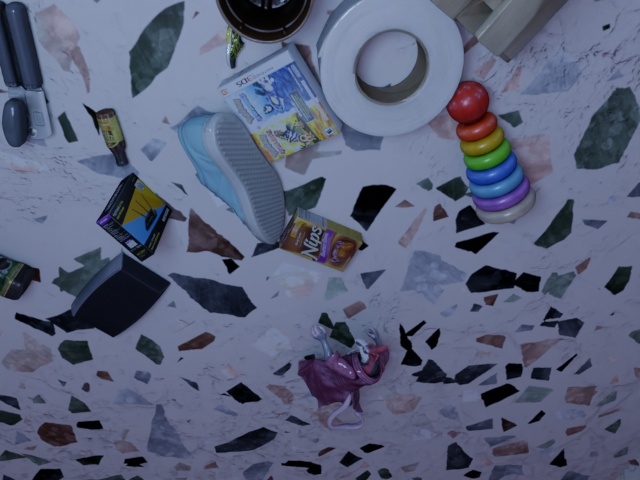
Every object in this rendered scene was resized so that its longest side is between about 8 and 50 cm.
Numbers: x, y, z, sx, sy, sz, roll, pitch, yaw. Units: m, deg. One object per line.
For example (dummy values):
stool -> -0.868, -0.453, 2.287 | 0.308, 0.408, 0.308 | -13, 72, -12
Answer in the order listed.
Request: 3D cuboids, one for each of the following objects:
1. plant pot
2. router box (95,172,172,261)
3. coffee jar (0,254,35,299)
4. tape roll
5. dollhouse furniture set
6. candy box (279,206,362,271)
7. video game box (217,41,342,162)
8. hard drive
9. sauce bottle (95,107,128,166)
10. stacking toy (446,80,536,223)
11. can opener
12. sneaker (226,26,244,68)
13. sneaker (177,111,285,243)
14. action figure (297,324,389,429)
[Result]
plant pot -> -0.097, -0.457, 0.910 | 0.166, 0.165, 0.167 | -2, 126, -3
router box -> -0.419, -0.055, 1.171 | 0.046, 0.179, 0.133 | -30, 122, 19
coffee jar -> -0.828, 0.076, 1.293 | 0.184, 0.096, 0.079 | 30, 117, -22
tape roll -> 0.135, -0.359, 1.033 | 0.286, 0.100, 0.286 | -1, 126, -2
dollhouse furniture set -> 0.262, -0.493, 0.801 | 0.394, 0.362, 0.256 | 11, 131, -45
candy box -> 0.000, 0.000, 1.313 | 0.186, 0.053, 0.109 | 22, 122, -16
video game box -> -0.084, -0.282, 1.083 | 0.187, 0.048, 0.205 | -17, 126, 30
hard drive -> -0.549, 0.159, 1.394 | 0.254, 0.054, 0.172 | -39, 118, 23
sauce bottle -> -0.455, -0.225, 1.132 | 0.042, 0.042, 0.128 | -7, 124, 2
stacking toy -> 0.366, -0.201, 1.152 | 0.141, 0.141, 0.330 | -25, 116, 14
can opener -> -0.603, -0.326, 1.028 | 0.074, 0.093, 0.280 | 4, 121, -5
sneaker -> -0.172, -0.388, 1.037 | 0.035, 0.031, 0.083 | 3, 125, -6
sneaker -> -0.198, -0.139, 1.180 | 0.150, 0.135, 0.366 | 9, 139, 31
action figure -> 0.073, 0.383, 1.448 | 0.248, 0.276, 0.370 | 2, 155, -25
